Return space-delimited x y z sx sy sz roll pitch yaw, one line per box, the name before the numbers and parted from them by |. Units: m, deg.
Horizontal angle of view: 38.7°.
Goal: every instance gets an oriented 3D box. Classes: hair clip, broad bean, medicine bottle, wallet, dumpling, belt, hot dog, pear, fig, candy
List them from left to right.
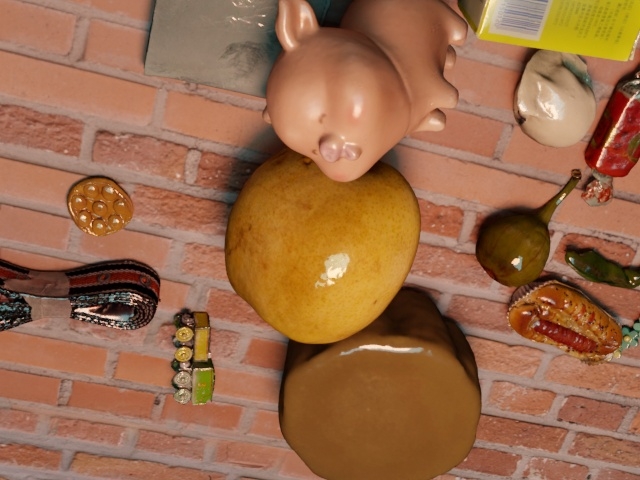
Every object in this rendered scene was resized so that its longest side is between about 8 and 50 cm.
belt | -0.455 0.094 1.558 0.359 0.094 0.126 -1 121 -6
wallet | -0.115 -0.337 1.320 0.251 0.054 0.290 12 132 -12
pear | 0.000 0.000 1.429 0.314 0.314 0.314 -3 122 -4
fig | 0.368 -0.028 1.575 0.124 0.124 0.236 40 86 -26
medicine bottle | 0.343 -0.362 1.328 0.250 0.137 0.141 8 120 -10
dumpling | 0.381 -0.224 1.451 0.176 0.092 0.150 27 102 -15
hot dog | 0.461 0.155 1.700 0.253 0.069 0.131 27 115 -22
broad bean | 0.522 0.054 1.657 0.195 0.046 0.061 6 109 -15
candy | 0.501 -0.183 1.501 0.086 0.059 0.292 13 119 -10
hair clip | 0.598 0.182 1.752 0.173 0.049 0.049 -39 117 19

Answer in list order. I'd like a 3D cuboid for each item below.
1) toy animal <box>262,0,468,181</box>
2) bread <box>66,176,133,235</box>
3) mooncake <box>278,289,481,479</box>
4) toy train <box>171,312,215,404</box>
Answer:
toy animal | 0.064 -0.236 1.285 0.269 0.326 0.237 14 145 3
bread | -0.366 -0.055 1.514 0.110 0.024 0.110 -3 122 -5
mooncake | 0.103 0.265 1.668 0.378 0.201 0.378 0 122 0
toy train | -0.233 0.219 1.679 0.081 0.060 0.202 -1 122 -13
